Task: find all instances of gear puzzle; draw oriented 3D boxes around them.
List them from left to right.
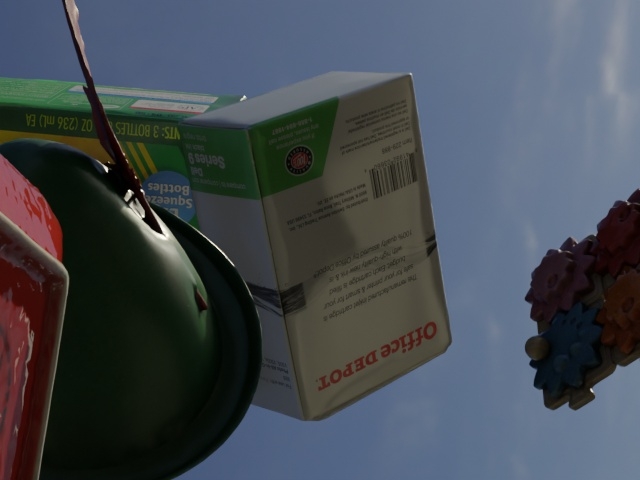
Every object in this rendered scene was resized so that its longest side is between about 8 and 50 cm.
[{"bbox_3d":[0.284,-0.001,1.102,0.044,0.339,0.175,30,-140,-24],"label":"gear puzzle"}]

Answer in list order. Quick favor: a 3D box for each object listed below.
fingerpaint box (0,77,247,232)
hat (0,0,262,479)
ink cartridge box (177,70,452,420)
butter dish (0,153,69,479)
[{"bbox_3d":[-0.323,0.010,1.573,0.163,0.445,0.371,-67,-18,-71],"label":"fingerpaint box"},{"bbox_3d":[-0.110,-0.021,0.580,0.173,0.208,0.183,-34,-26,-33],"label":"hat"},{"bbox_3d":[0.000,0.000,1.325,0.211,0.121,0.289,-22,-70,-37],"label":"ink cartridge box"},{"bbox_3d":[-0.153,0.042,0.412,0.160,0.118,0.160,70,-154,-74],"label":"butter dish"}]
